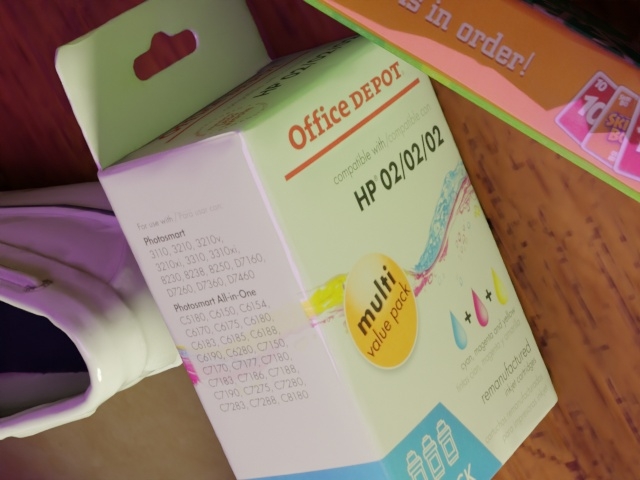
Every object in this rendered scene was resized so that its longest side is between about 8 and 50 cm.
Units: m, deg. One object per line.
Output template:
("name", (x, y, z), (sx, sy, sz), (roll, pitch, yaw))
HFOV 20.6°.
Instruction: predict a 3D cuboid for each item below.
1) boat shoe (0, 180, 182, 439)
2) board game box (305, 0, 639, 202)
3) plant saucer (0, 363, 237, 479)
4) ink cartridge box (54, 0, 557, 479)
("boat shoe", (-0.156, 0.030, 0.643), (0.258, 0.084, 0.095), (-12, 108, 36))
("board game box", (0.027, -0.072, 0.496), (0.259, 0.124, 0.039), (30, 102, 15))
("plant saucer", (-0.117, 0.101, 0.738), (0.278, 0.041, 0.278), (15, 121, 26))
("ink cartridge box", (0.000, 0.000, 0.563), (0.061, 0.104, 0.181), (-13, 107, 37))
